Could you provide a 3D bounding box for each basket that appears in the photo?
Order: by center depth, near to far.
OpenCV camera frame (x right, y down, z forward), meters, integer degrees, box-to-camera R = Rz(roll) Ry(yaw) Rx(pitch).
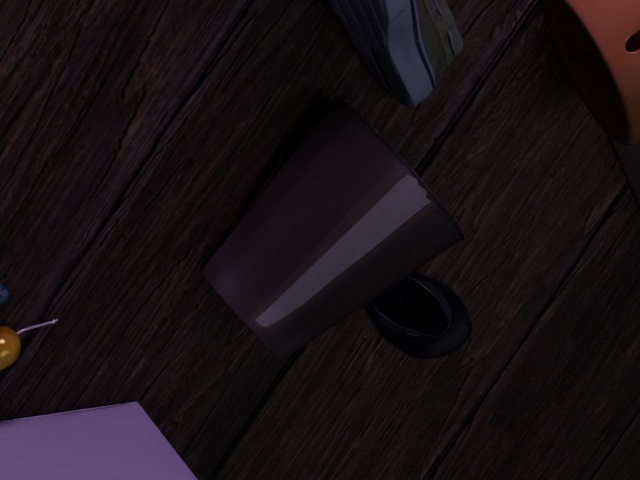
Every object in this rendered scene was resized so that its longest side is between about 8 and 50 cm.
[{"bbox_3d":[0.000,0.000,1.250,0.227,0.154,0.204,-42,105,-2],"label":"basket"}]

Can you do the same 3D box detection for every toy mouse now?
[{"bbox_3d":[-0.347,0.083,1.142,0.161,0.031,0.143,-37,127,-12],"label":"toy mouse"}]

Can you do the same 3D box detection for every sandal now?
[{"bbox_3d":[0.096,0.071,1.403,0.097,0.054,0.254,-51,129,-1],"label":"sandal"}]

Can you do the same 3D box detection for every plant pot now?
[{"bbox_3d":[0.377,-0.235,1.308,0.203,0.291,0.291,-29,127,2],"label":"plant pot"}]

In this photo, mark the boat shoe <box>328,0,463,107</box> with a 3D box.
[{"bbox_3d":[0.069,-0.243,1.170,0.094,0.109,0.302,-48,155,-8],"label":"boat shoe"}]

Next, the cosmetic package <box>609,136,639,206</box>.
[{"bbox_3d":[0.504,-0.072,1.557,0.160,0.113,0.309,-42,127,-8],"label":"cosmetic package"}]

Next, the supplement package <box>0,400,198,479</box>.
[{"bbox_3d":[-0.269,0.282,1.179,0.262,0.204,0.145,-5,115,-30],"label":"supplement package"}]
